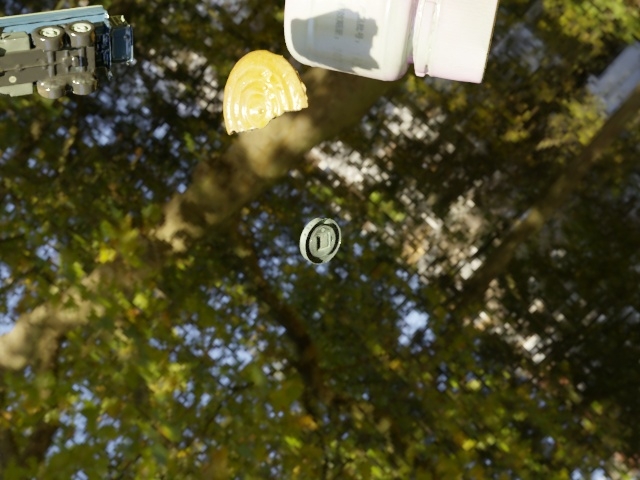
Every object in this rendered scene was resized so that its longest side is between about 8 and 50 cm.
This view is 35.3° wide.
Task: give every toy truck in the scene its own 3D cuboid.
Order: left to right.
[{"bbox_3d":[-0.290,-0.194,1.015,0.201,0.074,0.088,-14,-136,-25],"label":"toy truck"}]

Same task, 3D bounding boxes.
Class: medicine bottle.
[{"bbox_3d":[0.116,-0.362,1.520,0.301,0.241,0.241,12,-162,8],"label":"medicine bottle"}]

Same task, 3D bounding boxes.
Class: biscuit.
[{"bbox_3d":[-0.115,-0.280,1.868,0.033,0.224,0.145,-12,-88,-44],"label":"biscuit"}]

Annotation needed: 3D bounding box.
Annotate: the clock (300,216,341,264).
[{"bbox_3d":[0.000,0.000,1.761,0.085,0.085,0.017,21,-178,-44],"label":"clock"}]
